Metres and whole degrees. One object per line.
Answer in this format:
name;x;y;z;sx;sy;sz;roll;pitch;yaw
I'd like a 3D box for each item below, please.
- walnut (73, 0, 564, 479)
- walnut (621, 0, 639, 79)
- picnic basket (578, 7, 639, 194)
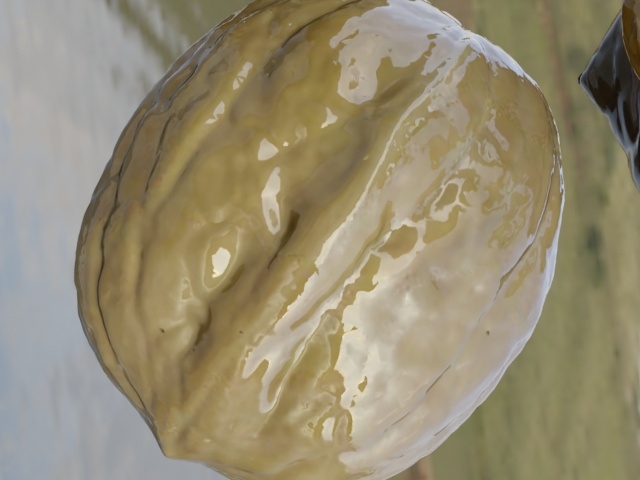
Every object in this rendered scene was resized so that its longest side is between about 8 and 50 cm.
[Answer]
walnut;0.000;0.000;0.904;0.261;0.225;0.225;-53;159;-17
walnut;0.152;-0.063;0.676;0.121;0.052;0.091;37;-19;40
picnic basket;0.304;-0.086;0.936;0.321;0.254;0.291;-108;-144;-53
